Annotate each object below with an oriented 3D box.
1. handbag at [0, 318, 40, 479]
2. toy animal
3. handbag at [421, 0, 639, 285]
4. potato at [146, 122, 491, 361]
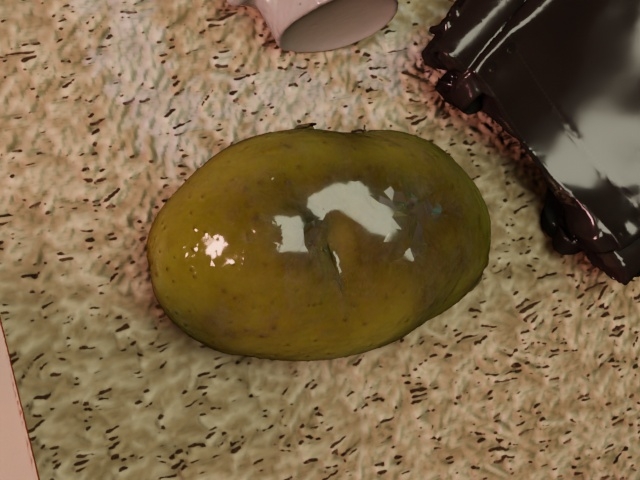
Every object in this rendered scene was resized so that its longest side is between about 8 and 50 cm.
[{"bbox_3d":[-0.206,0.109,0.603,0.063,0.190,0.127,-13,84,-26],"label":"handbag"},{"bbox_3d":[-0.021,-0.266,0.806,0.131,0.104,0.220,-10,83,-23],"label":"toy animal"},{"bbox_3d":[0.241,-0.136,0.887,0.257,0.113,0.285,-46,105,-18],"label":"handbag"},{"bbox_3d":[0.000,0.000,0.744,0.248,0.143,0.169,-11,88,-16],"label":"potato"}]
